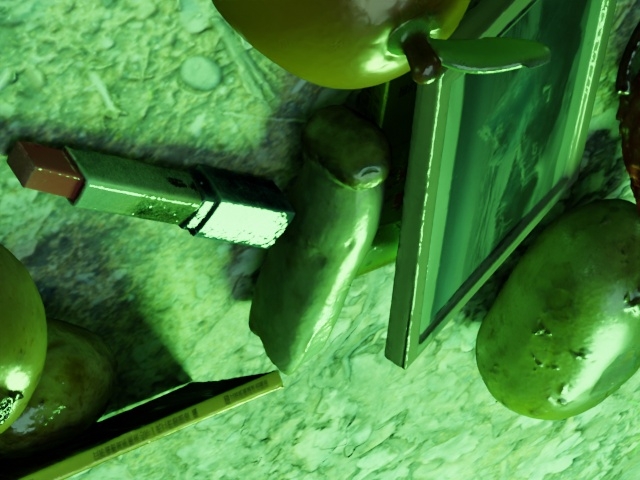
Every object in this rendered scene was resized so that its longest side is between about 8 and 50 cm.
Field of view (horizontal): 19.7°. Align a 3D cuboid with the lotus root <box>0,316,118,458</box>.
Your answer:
[{"bbox_3d":[-0.255,0.130,1.675,0.214,0.138,0.138,-10,143,-53],"label":"lotus root"}]

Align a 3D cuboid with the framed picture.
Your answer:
[{"bbox_3d":[0.180,-0.107,1.746,0.326,0.028,0.446,-45,157,-29],"label":"framed picture"}]

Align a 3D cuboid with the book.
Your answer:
[{"bbox_3d":[-0.239,0.204,1.742,0.374,0.028,0.262,-21,-178,-22],"label":"book"}]

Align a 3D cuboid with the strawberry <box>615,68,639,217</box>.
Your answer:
[{"bbox_3d":[0.467,-0.048,1.908,0.312,0.351,0.267,-10,149,-45],"label":"strawberry"}]

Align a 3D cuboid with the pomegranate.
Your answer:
[{"bbox_3d":[-0.309,0.080,1.488,0.191,0.191,0.191,-25,148,-17],"label":"pomegranate"}]

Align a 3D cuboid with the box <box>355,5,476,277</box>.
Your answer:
[{"bbox_3d":[0.110,-0.095,1.789,0.173,0.043,0.311,-22,147,-23],"label":"box"}]

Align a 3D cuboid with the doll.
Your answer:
[{"bbox_3d":[0.038,-0.197,1.389,0.213,0.236,0.213,-26,147,-19],"label":"doll"}]

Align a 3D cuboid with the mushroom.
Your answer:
[{"bbox_3d":[0.000,0.000,1.758,0.081,0.100,0.312,-12,142,-28],"label":"mushroom"}]

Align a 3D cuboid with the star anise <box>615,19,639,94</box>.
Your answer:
[{"bbox_3d":[0.317,-0.269,1.674,0.177,0.073,0.234,-51,155,-40],"label":"star anise"}]

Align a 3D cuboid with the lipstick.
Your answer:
[{"bbox_3d":[-0.149,-0.041,1.607,0.312,0.051,0.051,9,130,-49],"label":"lipstick"}]

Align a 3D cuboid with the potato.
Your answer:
[{"bbox_3d":[0.297,0.079,2.089,0.210,0.173,0.307,-11,145,-27],"label":"potato"}]
